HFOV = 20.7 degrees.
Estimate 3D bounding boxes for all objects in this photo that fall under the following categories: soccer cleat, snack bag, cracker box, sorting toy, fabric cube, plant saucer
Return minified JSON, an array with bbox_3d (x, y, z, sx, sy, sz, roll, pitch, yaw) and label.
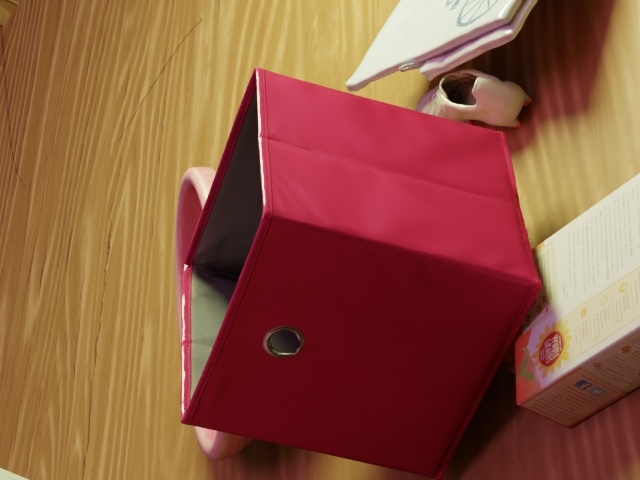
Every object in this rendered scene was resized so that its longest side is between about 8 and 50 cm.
[{"bbox_3d":[0.148,-0.154,1.878,0.196,0.076,0.068,4,69,63],"label":"soccer cleat"},{"bbox_3d":[0.183,-0.300,1.922,0.342,0.037,0.323,-17,36,59],"label":"snack bag"},{"bbox_3d":[0.263,0.039,1.492,0.232,0.067,0.155,-40,35,42],"label":"cracker box"},{"bbox_3d":[0.174,0.105,1.658,0.083,0.012,0.062,-64,26,-2],"label":"sorting toy"},{"bbox_3d":[0.025,0.033,1.641,0.259,0.258,0.254,-95,24,-54],"label":"fabric cube"},{"bbox_3d":[-0.102,0.080,1.986,0.332,0.084,0.332,175,90,-77],"label":"plant saucer"}]

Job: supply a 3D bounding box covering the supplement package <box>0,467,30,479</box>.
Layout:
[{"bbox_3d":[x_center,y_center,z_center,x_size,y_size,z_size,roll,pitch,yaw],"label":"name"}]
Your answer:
[{"bbox_3d":[-0.457,0.447,2.363,0.194,0.149,0.203,-47,30,31],"label":"supplement package"}]
